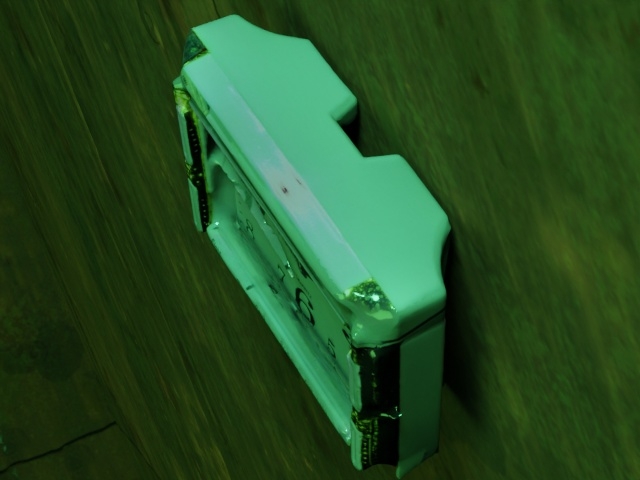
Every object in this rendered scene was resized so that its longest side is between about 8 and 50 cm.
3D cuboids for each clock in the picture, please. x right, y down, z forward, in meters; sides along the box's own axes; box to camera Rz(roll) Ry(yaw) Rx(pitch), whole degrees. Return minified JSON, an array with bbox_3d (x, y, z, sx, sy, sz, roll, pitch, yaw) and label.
[{"bbox_3d":[0.000,0.000,0.993,0.253,0.083,0.186,54,162,31],"label":"clock"}]
